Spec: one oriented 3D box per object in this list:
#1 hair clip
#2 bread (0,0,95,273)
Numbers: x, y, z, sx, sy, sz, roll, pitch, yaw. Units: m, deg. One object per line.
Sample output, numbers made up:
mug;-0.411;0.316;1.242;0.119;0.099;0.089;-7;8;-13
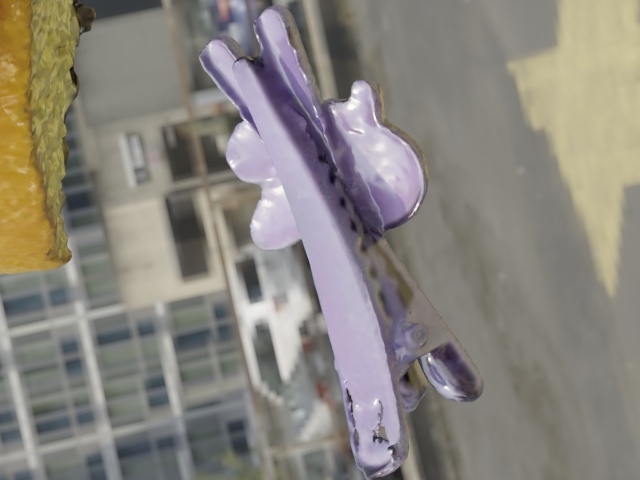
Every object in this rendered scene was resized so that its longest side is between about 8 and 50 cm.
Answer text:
hair clip;0.011;0.001;1.156;0.137;0.090;0.278;-24;82;44
bread;-0.140;-0.091;0.620;0.134;0.129;0.260;-76;-7;-72
